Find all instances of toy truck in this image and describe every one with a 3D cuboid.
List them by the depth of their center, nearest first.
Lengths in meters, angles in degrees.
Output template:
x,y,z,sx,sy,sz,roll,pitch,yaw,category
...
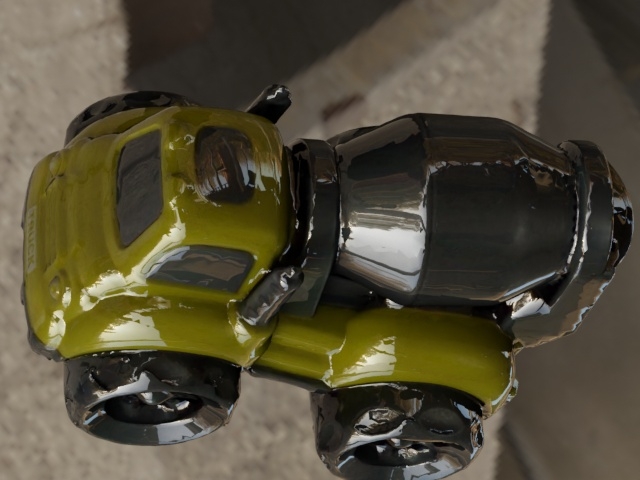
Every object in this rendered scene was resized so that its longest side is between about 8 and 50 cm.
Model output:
x,y,z,sx,sy,sz,roll,pitch,yaw,category
0.000,0.000,0.800,0.224,0.147,0.165,9,151,-22,toy truck
